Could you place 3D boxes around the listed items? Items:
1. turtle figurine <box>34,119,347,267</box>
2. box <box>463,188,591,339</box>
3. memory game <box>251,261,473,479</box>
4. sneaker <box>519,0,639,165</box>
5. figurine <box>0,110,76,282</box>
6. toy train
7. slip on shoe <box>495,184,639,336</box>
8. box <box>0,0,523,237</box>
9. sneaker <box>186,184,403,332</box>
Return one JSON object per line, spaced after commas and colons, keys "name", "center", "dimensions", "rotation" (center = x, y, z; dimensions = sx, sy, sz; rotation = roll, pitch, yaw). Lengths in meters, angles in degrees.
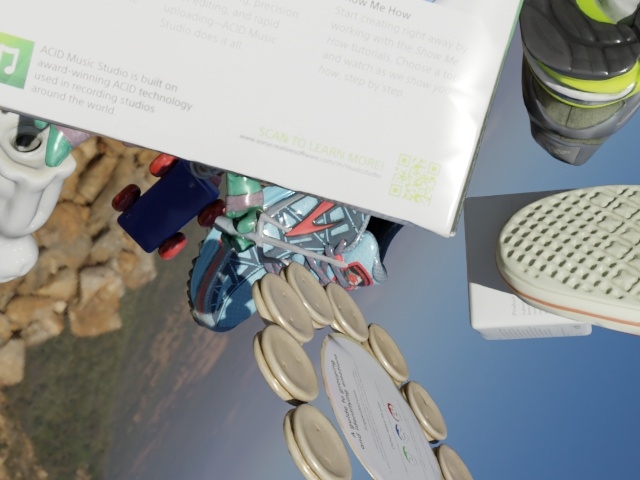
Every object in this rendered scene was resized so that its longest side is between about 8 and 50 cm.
{"name": "turtle figurine", "center": [-0.046, -0.067, 0.550], "dimensions": [0.175, 0.234, 0.118], "rotation": [109, -13, -54]}
{"name": "box", "center": [0.161, 0.022, 0.704], "dimensions": [0.102, 0.087, 0.101], "rotation": [37, 50, -70]}
{"name": "memory game", "center": [0.027, 0.089, 0.425], "dimensions": [0.012, 0.186, 0.186], "rotation": [-34, -178, 17]}
{"name": "sneaker", "center": [0.192, -0.177, 0.591], "dimensions": [0.300, 0.111, 0.121], "rotation": [-58, 164, -29]}
{"name": "figurine", "center": [-0.315, 0.000, 0.773], "dimensions": [0.215, 0.092, 0.209], "rotation": [-34, 165, -41]}
{"name": "toy train", "center": [-0.139, -0.091, 1.131], "dimensions": [0.248, 0.105, 0.143], "rotation": [-35, -167, 37]}
{"name": "slip on shoe", "center": [0.277, 0.042, 0.601], "dimensions": [0.101, 0.331, 0.123], "rotation": [99, -2, -47]}
{"name": "box", "center": [-0.008, -0.186, 0.402], "dimensions": [0.058, 0.232, 0.322], "rotation": [-99, -154, -83]}
{"name": "sneaker", "center": [0.000, 0.000, 0.794], "dimensions": [0.262, 0.125, 0.104], "rotation": [-41, 148, -1]}
